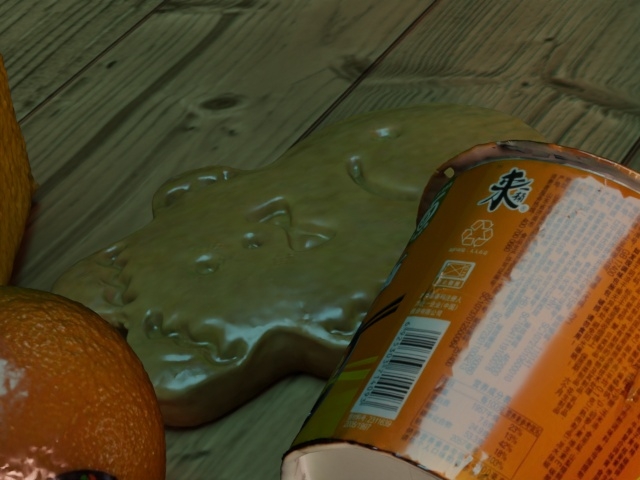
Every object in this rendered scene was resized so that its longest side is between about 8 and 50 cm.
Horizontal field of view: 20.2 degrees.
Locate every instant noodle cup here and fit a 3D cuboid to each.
[{"bbox_3d":[0.101,0.094,0.889,0.230,0.230,0.182,15,51,34],"label":"instant noodle cup"}]

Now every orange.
[{"bbox_3d":[-0.180,0.120,0.946,0.206,0.206,0.206,-8,33,5],"label":"orange"}]

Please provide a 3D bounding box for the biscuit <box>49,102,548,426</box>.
[{"bbox_3d":[-0.001,-0.002,1.203,0.355,0.052,0.275,-26,36,-19],"label":"biscuit"}]

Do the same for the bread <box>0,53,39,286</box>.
[{"bbox_3d":[-0.300,-0.078,1.165,0.143,0.333,0.324,-6,30,5],"label":"bread"}]
